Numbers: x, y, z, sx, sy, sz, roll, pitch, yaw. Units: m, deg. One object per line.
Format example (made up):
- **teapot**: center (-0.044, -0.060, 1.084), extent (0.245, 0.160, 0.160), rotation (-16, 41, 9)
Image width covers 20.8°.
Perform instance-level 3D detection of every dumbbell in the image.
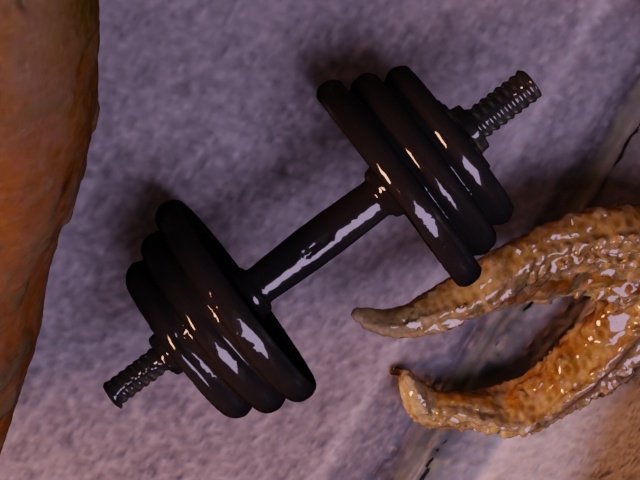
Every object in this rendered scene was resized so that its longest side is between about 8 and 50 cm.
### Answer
- **dumbbell**: center (0.000, 0.000, 0.692), extent (0.208, 0.099, 0.099), rotation (-37, 130, 2)

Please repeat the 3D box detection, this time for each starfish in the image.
- **starfish**: center (0.182, 0.005, 0.785), extent (0.299, 0.060, 0.302), rotation (20, 131, -38)

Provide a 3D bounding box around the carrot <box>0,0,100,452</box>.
- **carrot**: center (-0.144, -0.023, 0.592), extent (0.139, 0.139, 0.302), rotation (-7, 132, -22)
